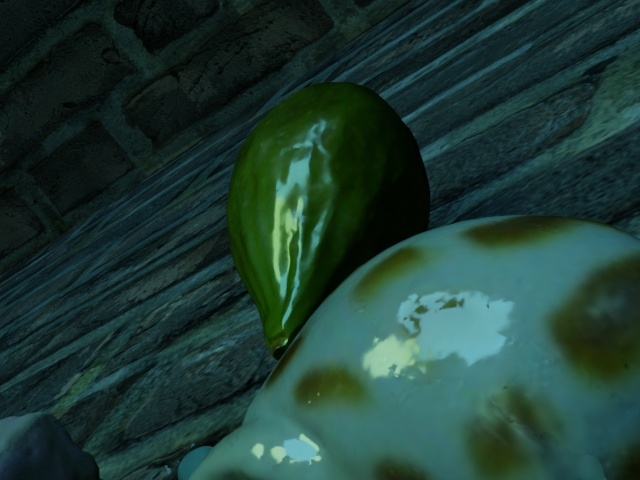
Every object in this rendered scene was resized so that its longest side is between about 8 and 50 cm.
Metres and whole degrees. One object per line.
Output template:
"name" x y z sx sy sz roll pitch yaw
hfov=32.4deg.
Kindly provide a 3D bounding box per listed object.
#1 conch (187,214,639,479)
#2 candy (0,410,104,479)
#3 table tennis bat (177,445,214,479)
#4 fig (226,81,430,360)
"conch" 0.068 0.082 0.369 0.275 0.182 0.149 -30 -18 23
"candy" -0.228 0.227 0.688 0.185 0.137 0.195 -31 17 28
"table tennis bat" -0.044 0.171 0.614 0.153 0.040 0.244 -39 17 -7
"fig" 0.013 -0.007 0.841 0.167 0.167 0.233 -31 55 26
